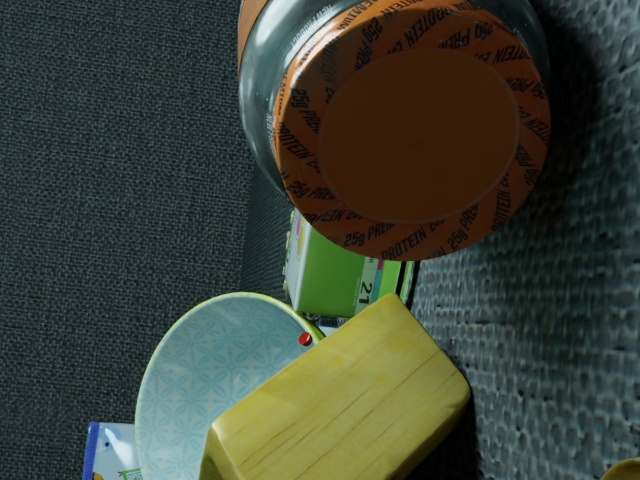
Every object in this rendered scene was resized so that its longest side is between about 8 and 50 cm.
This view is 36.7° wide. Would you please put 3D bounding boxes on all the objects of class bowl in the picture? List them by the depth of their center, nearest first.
[{"bbox_3d":[-0.061,0.214,1.139,0.156,0.290,0.289,18,-105,-55],"label":"bowl"}]

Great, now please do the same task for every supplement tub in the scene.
[{"bbox_3d":[0.042,-0.137,0.704,0.338,0.207,0.207,-99,18,-60],"label":"supplement tub"}]

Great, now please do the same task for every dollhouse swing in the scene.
[{"bbox_3d":[0.057,0.297,0.744,0.315,0.305,0.346,-31,-35,-44],"label":"dollhouse swing"}]

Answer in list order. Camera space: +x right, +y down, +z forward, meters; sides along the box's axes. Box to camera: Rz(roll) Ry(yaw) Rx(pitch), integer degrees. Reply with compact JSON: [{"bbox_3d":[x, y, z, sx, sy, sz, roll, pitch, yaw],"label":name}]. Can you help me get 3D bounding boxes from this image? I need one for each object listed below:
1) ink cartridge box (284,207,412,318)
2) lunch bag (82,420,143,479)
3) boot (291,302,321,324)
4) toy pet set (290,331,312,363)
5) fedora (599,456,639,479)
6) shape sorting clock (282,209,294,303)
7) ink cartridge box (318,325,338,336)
[{"bbox_3d":[0.030,-0.003,1.031,0.255,0.097,0.188,-108,26,-71],"label":"ink cartridge box"},{"bbox_3d":[-0.231,0.507,1.537,0.239,0.328,0.385,105,167,-65],"label":"lunch bag"},{"bbox_3d":[0.000,0.000,1.280,0.263,0.091,0.228,-26,-58,-88],"label":"boot"},{"bbox_3d":[0.023,0.157,0.971,0.122,0.065,0.114,-2,57,46],"label":"toy pet set"},{"bbox_3d":[0.111,0.187,0.421,0.194,0.079,0.194,-172,90,-81],"label":"fedora"},{"bbox_3d":[-0.031,-0.005,1.479,0.206,0.040,0.206,10,-90,-81],"label":"shape sorting clock"},{"bbox_3d":[0.002,0.153,1.295,0.083,0.028,0.048,115,160,-62],"label":"ink cartridge box"}]
